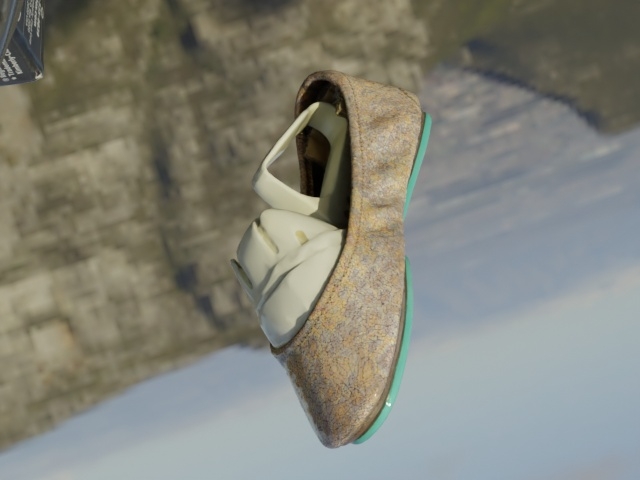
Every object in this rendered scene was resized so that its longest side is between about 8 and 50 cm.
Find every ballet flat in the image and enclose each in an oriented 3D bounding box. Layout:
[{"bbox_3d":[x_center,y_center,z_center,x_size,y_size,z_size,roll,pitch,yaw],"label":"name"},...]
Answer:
[{"bbox_3d":[0.000,0.000,1.196,0.107,0.106,0.316,-51,-161,34],"label":"ballet flat"}]

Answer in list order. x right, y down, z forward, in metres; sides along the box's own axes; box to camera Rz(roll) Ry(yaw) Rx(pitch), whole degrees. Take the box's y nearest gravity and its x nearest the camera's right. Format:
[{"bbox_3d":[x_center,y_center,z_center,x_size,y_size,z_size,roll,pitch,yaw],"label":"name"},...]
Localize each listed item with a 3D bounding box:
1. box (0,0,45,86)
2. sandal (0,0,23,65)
[{"bbox_3d":[-0.298,-0.170,1.024,0.270,0.165,0.143,-6,153,8],"label":"box"},{"bbox_3d":[-0.126,-0.183,0.418,0.168,0.445,0.107,13,-153,3],"label":"sandal"}]
